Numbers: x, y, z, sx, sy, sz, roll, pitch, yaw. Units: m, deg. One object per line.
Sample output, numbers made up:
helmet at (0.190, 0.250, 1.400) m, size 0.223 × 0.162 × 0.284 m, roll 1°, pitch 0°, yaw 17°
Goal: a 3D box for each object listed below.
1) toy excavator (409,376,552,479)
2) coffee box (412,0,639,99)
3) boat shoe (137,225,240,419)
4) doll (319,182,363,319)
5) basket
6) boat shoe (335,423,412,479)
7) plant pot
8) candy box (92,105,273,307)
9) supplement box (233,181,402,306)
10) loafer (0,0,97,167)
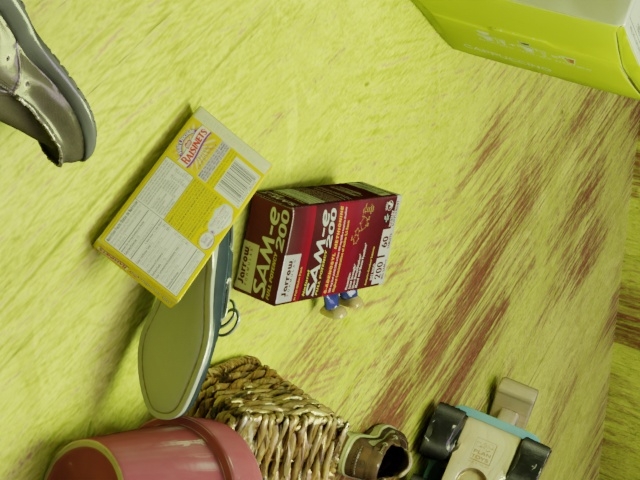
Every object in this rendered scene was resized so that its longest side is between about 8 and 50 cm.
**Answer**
toy excavator at (0.306, 0.428, 2.796) m, size 0.445 × 0.222 × 0.433 m, roll 82°, pitch 31°, yaw -71°
coffee box at (0.339, -0.425, 2.035) m, size 0.334 × 0.337 × 0.338 m, roll -70°, pitch 158°, yaw -5°
boat shoe at (-0.141, 0.070, 1.605) m, size 0.079 × 0.095 × 0.255 m, roll 21°, pitch 70°, yaw -62°
doll at (0.029, 0.008, 2.015) m, size 0.129 × 0.046 × 0.189 m, roll -31°, pitch 128°, yaw -44°
basket at (-0.135, 0.307, 1.785) m, size 0.213 × 0.223 × 0.299 m, roll 5°, pitch 105°, yaw -37°
boat shoe at (0.103, 0.356, 2.367) m, size 0.257 × 0.095 × 0.095 m, roll 4°, pitch 102°, yaw -67°
plant pot at (-0.190, 0.281, 1.558) m, size 0.180 × 0.201 × 0.201 m, roll 16°, pitch 91°, yaw -52°
candy box at (-0.141, -0.038, 1.541) m, size 0.206 × 0.105 × 0.027 m, roll -57°, pitch -171°, yaw -32°
supplement box at (0.000, 0.000, 1.865) m, size 0.239 × 0.073 × 0.130 m, roll -9°, pitch 115°, yaw -53°
loafer at (-0.269, -0.143, 1.211) m, size 0.087 × 0.094 × 0.251 m, roll -40°, pitch 138°, yaw -11°
